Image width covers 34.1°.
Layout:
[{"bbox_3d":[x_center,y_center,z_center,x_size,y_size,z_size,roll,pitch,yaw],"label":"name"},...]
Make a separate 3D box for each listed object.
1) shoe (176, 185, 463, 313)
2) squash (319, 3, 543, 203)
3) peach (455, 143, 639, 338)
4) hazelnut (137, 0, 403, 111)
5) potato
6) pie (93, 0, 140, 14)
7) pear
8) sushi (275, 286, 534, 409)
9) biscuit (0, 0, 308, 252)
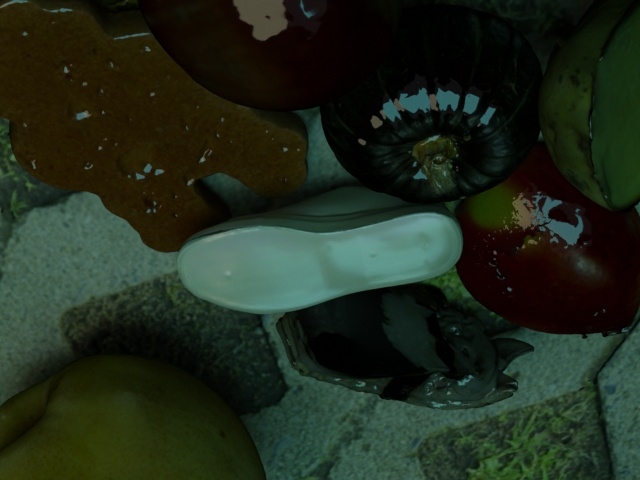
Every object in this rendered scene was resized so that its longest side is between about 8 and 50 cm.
[{"bbox_3d":[0.000,0.000,0.996,0.265,0.110,0.095,-5,116,4],"label":"shoe"},{"bbox_3d":[0.097,-0.117,0.906,0.193,0.156,0.193,13,130,16],"label":"squash"},{"bbox_3d":[0.244,0.027,1.054,0.189,0.068,0.279,-37,117,21],"label":"peach"},{"bbox_3d":[-0.043,-0.209,0.798,0.229,0.229,0.229,-1,122,-2],"label":"hazelnut"},{"bbox_3d":[0.260,-0.149,0.876,0.271,0.111,0.160,-42,123,-27],"label":"potato"},{"bbox_3d":[-0.259,-0.229,0.872,0.274,0.055,0.274,-1,127,-1],"label":"pie"},{"bbox_3d":[-0.204,0.269,1.057,0.314,0.314,0.314,-1,122,-2],"label":"pear"},{"bbox_3d":[0.085,0.116,1.085,0.273,0.134,0.109,11,137,-28],"label":"sushi"},{"bbox_3d":[-0.166,-0.108,0.926,0.202,0.047,0.334,-38,131,22],"label":"biscuit"}]
